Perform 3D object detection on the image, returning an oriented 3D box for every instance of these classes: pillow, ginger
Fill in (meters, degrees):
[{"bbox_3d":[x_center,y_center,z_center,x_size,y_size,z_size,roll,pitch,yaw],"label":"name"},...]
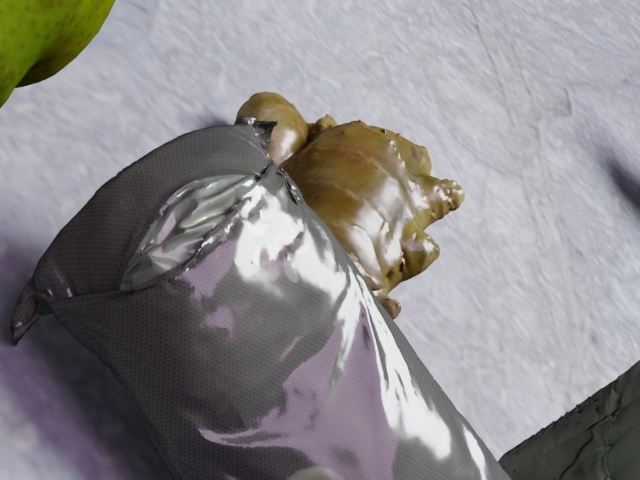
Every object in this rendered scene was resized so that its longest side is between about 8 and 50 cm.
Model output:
[{"bbox_3d":[-0.008,0.068,0.726,0.169,0.059,0.255,-40,96,-34],"label":"pillow"},{"bbox_3d":[0.012,-0.003,0.868,0.115,0.081,0.205,21,40,-25],"label":"ginger"}]

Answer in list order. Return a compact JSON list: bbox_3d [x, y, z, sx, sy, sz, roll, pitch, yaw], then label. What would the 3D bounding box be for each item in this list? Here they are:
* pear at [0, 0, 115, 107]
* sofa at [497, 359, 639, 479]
[{"bbox_3d":[-0.163,-0.147,0.679,0.187,0.187,0.220,8,53,-53],"label":"pear"},{"bbox_3d":[0.223,0.180,0.852,0.225,0.210,0.176,40,30,-14],"label":"sofa"}]
